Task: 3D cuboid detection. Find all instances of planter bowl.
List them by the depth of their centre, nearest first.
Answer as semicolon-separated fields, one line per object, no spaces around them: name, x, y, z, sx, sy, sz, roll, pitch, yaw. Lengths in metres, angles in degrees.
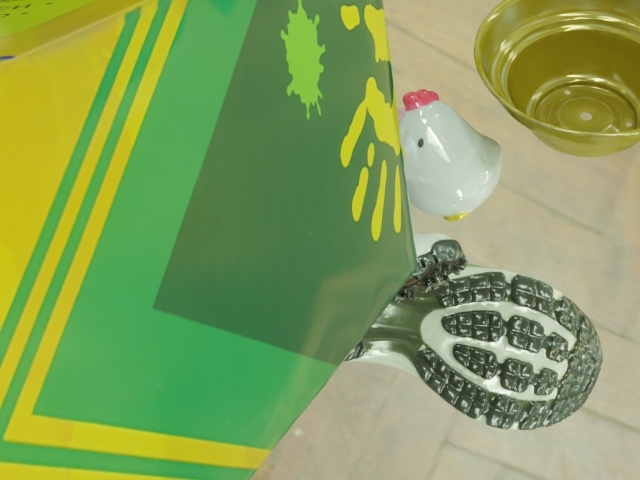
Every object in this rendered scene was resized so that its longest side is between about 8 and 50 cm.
planter bowl;0.250;-0.143;1.422;0.217;0.217;0.090;-28;143;-19

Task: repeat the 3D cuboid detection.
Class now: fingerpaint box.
fingerpaint box;-0.232;0.015;0.521;0.371;0.445;0.163;-46;129;-63

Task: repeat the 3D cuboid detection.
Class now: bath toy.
bath toy;0.033;-0.100;1.550;0.151;0.348;0.129;-41;119;-22

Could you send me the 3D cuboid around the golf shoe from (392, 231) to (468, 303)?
golf shoe;0.000;0.000;0.992;0.077;0.198;0.094;15;70;-57

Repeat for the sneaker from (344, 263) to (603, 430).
sneaker;0.093;0.062;1.539;0.410;0.182;0.158;21;100;-16
